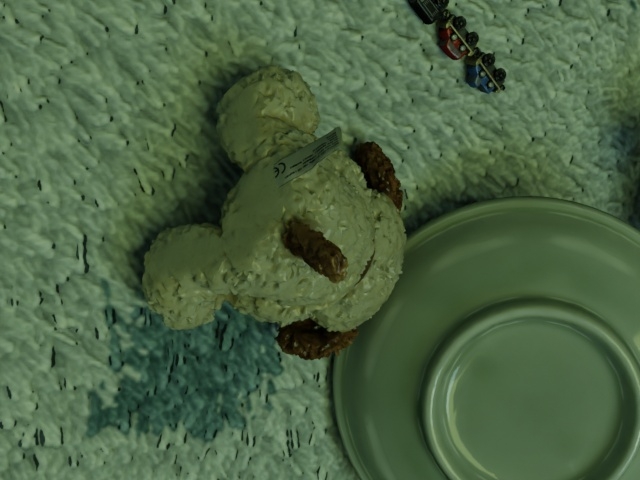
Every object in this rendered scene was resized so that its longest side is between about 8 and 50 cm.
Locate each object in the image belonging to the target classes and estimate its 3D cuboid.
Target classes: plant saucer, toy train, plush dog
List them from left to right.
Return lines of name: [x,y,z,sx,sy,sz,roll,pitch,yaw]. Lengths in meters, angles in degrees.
plush dog: [0.000,0.000,0.898,0.225,0.211,0.262,23,93,-53]
toy train: [0.139,-0.204,0.987,0.036,0.027,0.158,-48,118,-4]
plant saucer: [0.208,0.157,0.971,0.401,0.100,0.400,1,97,5]
